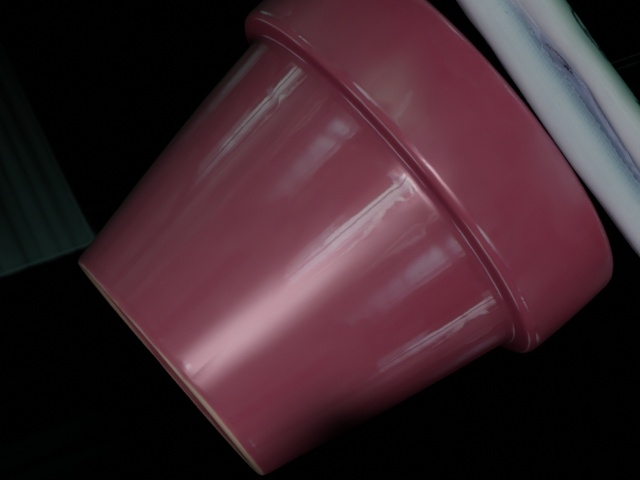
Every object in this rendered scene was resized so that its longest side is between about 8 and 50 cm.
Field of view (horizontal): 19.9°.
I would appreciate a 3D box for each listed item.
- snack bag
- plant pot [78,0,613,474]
[{"bbox_3d":[0.150,0.005,0.738,0.037,0.342,0.323,-36,61,8],"label":"snack bag"},{"bbox_3d":[0.000,0.000,0.823,0.180,0.201,0.201,-40,63,-8],"label":"plant pot"}]
